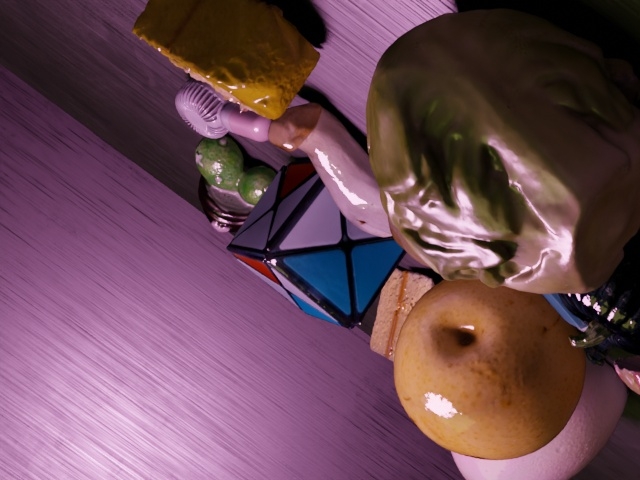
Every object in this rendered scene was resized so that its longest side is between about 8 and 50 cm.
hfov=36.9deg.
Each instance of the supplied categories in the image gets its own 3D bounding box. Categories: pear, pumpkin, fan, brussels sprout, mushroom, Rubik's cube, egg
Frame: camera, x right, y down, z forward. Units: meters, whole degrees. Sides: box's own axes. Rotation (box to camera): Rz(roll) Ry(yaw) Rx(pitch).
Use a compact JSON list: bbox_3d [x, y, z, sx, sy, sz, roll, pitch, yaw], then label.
[{"bbox_3d":[0.296,0.218,1.691,0.348,0.348,0.348,35,170,7],"label":"pear"},{"bbox_3d":[0.400,0.071,1.254,0.194,0.150,0.194,10,163,3],"label":"pumpkin"},{"bbox_3d":[-0.188,-0.251,1.916,0.244,0.074,0.130,22,153,34],"label":"fan"},{"bbox_3d":[0.183,-0.082,0.990,0.328,0.247,0.328,37,173,5],"label":"brussels sprout"},{"bbox_3d":[0.059,-0.120,1.630,0.159,0.122,0.329,-27,125,37],"label":"mushroom"},{"bbox_3d":[0.000,0.000,1.924,0.246,0.248,0.250,39,168,-21],"label":"Rubik's cube"},{"bbox_3d":[0.405,0.361,1.977,0.354,0.339,0.354,33,169,7],"label":"egg"}]

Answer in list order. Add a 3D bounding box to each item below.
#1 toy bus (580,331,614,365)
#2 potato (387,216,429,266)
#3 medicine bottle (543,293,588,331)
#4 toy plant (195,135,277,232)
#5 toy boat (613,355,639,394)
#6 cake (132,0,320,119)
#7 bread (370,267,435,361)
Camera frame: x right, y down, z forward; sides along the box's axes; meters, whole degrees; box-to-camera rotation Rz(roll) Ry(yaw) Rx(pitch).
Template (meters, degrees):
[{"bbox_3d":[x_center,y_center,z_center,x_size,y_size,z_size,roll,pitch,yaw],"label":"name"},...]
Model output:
[{"bbox_3d":[0.487,0.178,1.687,0.061,0.051,0.153,38,171,21],"label":"toy bus"},{"bbox_3d":[0.196,-0.038,1.397,0.178,0.160,0.235,15,168,-33],"label":"potato"},{"bbox_3d":[0.369,0.057,1.443,0.124,0.079,0.258,23,164,49],"label":"medicine bottle"},{"bbox_3d":[-0.205,-0.134,2.266,0.218,0.175,0.235,29,142,2],"label":"toy plant"},{"bbox_3d":[0.503,0.186,1.230,0.294,0.111,0.276,-2,175,42],"label":"toy boat"},{"bbox_3d":[-0.123,-0.276,1.353,0.260,0.156,0.179,36,-173,29],"label":"cake"},{"bbox_3d":[0.301,0.230,2.277,0.405,0.242,0.346,20,180,-25],"label":"bread"}]
